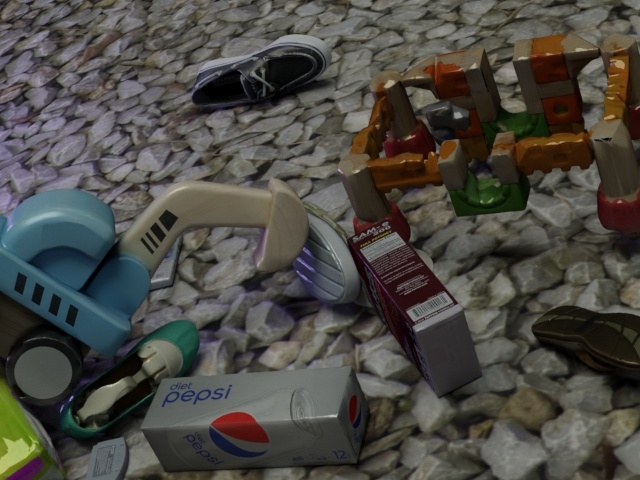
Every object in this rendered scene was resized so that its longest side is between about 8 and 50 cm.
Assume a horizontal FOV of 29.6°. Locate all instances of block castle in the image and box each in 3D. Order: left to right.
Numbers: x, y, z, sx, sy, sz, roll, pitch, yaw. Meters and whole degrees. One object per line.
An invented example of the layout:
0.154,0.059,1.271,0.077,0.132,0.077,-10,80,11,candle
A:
0.276,-0.128,1.830,0.453,0.212,0.303,-6,40,24,block castle

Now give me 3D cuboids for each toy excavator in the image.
-0.296,0.021,1.751,0.445,0.433,0.222,-53,16,8,toy excavator

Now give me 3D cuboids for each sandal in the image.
0.358,0.136,1.554,0.090,0.060,0.219,-32,21,-27,sandal

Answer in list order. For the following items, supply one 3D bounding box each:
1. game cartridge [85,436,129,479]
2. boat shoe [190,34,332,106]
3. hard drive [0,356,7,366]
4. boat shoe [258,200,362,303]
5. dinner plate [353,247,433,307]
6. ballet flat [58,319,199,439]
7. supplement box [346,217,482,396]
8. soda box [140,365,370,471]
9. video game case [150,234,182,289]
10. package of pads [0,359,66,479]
-0.295,0.311,1.685,0.056,0.017,0.083,-17,34,12,game cartridge
-0.123,-0.325,2.403,0.301,0.108,0.102,-7,36,23,boat shoe
-0.550,0.204,1.933,0.255,0.054,0.172,16,48,42,hard drive
0.000,0.000,1.884,0.094,0.109,0.302,-5,30,-27,boat shoe
0.102,0.050,1.840,0.141,0.017,0.141,-13,33,9,dinner plate
-0.268,0.203,1.752,0.247,0.083,0.087,-37,4,-16,ballet flat
0.126,0.088,1.661,0.073,0.130,0.239,-26,37,-7,supplement box
-0.086,0.238,1.607,0.286,0.091,0.098,-6,37,21,soda box
-0.318,0.044,2.067,0.157,0.019,0.143,-14,34,12,video game case
-0.515,0.286,1.709,0.229,0.101,0.296,-36,48,-13,package of pads
